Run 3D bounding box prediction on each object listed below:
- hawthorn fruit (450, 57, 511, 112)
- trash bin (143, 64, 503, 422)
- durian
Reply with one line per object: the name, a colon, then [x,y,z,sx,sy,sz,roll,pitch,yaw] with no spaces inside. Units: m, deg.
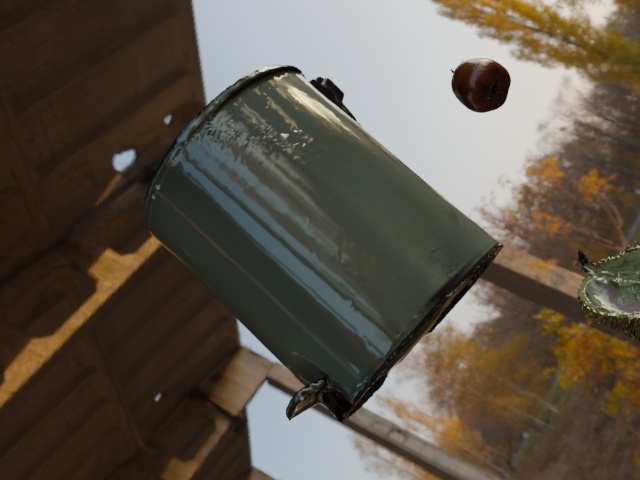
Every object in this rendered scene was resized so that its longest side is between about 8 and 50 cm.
hawthorn fruit: [0.232,-0.235,1.088,0.081,0.093,0.081,-11,-58,-18]
trash bin: [0.000,0.000,0.691,0.277,0.262,0.217,-42,-14,-26]
durian: [0.534,0.092,1.205,0.193,0.237,0.137,-47,-52,-11]
